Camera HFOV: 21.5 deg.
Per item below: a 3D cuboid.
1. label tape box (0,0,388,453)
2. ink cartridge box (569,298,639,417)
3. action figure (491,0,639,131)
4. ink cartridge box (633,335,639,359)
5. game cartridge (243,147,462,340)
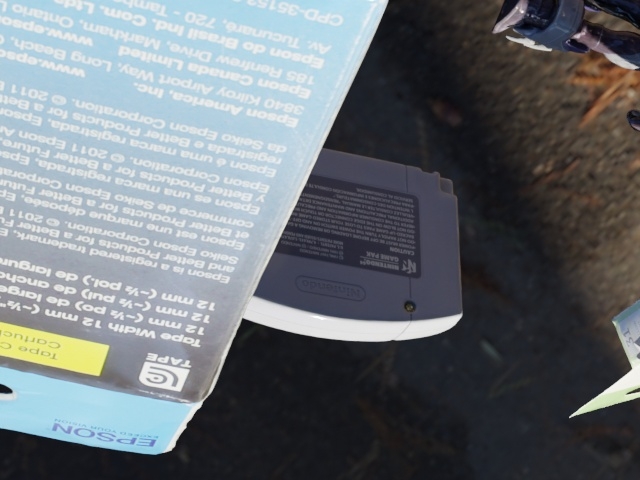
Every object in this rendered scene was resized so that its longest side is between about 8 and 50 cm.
[{"bbox_3d":[-0.135,-0.054,0.655,0.249,0.115,0.348,14,146,-9],"label":"label tape box"},{"bbox_3d":[0.324,0.073,1.440,0.235,0.171,0.056,-46,60,59],"label":"ink cartridge box"},{"bbox_3d":[0.305,-0.183,1.536,0.285,0.185,0.099,23,156,-1],"label":"action figure"},{"bbox_3d":[0.239,0.067,1.093,0.028,0.048,0.083,50,171,-31],"label":"ink cartridge box"},{"bbox_3d":[0.000,0.000,1.708,0.297,0.198,0.062,11,154,-19],"label":"game cartridge"}]
